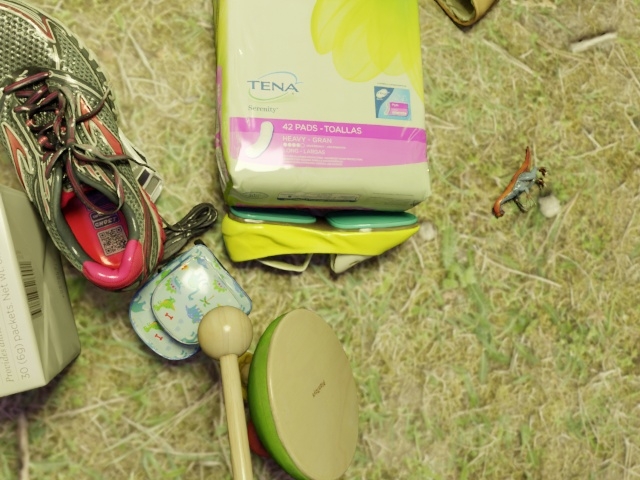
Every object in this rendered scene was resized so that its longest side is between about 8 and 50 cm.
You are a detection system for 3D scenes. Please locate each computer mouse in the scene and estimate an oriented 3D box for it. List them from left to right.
[{"bbox_3d":[-0.212,-0.068,0.622,0.106,0.042,0.193,-40,102,-5],"label":"computer mouse"}]

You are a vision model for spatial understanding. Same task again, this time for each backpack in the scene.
[{"bbox_3d":[-0.145,0.071,0.611,0.114,0.084,0.105,-39,94,-8],"label":"backpack"}]

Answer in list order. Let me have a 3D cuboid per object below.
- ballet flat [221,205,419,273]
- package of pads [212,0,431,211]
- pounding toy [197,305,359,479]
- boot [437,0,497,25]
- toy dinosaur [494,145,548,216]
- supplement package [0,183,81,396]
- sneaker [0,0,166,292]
[{"bbox_3d":[0.000,0.000,0.661,0.231,0.077,0.077,2,109,-11],"label":"ballet flat"},{"bbox_3d":[-0.005,-0.183,0.632,0.229,0.101,0.296,1,79,-14],"label":"package of pads"},{"bbox_3d":[-0.060,0.171,0.600,0.110,0.237,0.183,-19,67,25],"label":"pounding toy"},{"bbox_3d":[0.212,-0.451,0.713,0.269,0.089,0.236,-44,98,-10],"label":"boot"},{"bbox_3d":[0.260,-0.068,0.747,0.082,0.047,0.090,-20,60,-5],"label":"toy dinosaur"},{"bbox_3d":[-0.398,0.069,0.502,0.293,0.175,0.177,-13,92,-13],"label":"supplement package"},{"bbox_3d":[-0.236,-0.091,0.535,0.121,0.112,0.299,-29,100,-8],"label":"sneaker"}]
